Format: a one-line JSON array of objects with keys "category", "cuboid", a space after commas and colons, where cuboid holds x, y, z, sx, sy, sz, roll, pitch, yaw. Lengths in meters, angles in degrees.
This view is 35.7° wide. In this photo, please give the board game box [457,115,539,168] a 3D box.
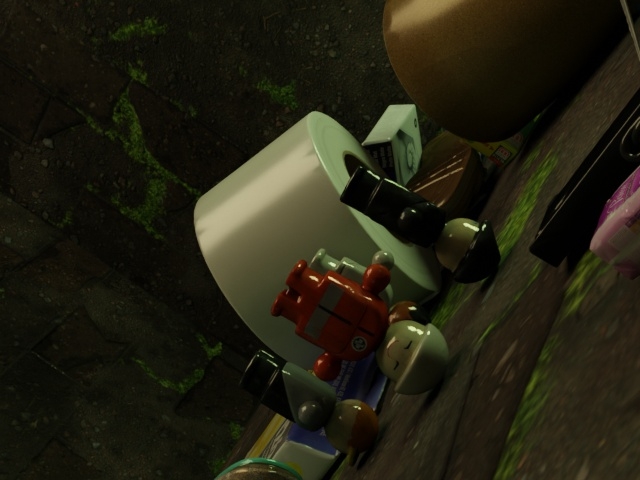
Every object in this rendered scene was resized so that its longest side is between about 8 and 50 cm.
[{"category": "board game box", "cuboid": [0.244, -0.188, 1.288, 0.181, 0.092, 0.043, -56, -1, -31]}]

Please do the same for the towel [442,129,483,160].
[{"category": "towel", "cuboid": [0.174, -0.054, 1.657, 0.308, 0.076, 0.228, -55, 7, 30]}]

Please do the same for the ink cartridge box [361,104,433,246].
[{"category": "ink cartridge box", "cuboid": [0.104, -0.050, 1.358, 0.224, 0.045, 0.223, -55, -42, -58]}]

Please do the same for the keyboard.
[{"category": "keyboard", "cuboid": [0.226, -0.113, 0.571, 0.317, 0.033, 0.201, -57, -7, 21]}]

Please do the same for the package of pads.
[{"category": "package of pads", "cuboid": [0.163, -0.025, 0.460, 0.050, 0.032, 0.083, -51, -3, -46]}]

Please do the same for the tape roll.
[{"category": "tape roll", "cuboid": [0.000, 0.000, 1.118, 0.169, 0.246, 0.246, -36, 5, 17]}]

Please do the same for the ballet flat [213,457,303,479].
[{"category": "ballet flat", "cuboid": [-0.082, 0.301, 0.868, 0.316, 0.107, 0.106, 116, 166, -48]}]

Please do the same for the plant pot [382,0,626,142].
[{"category": "plant pot", "cuboid": [0.240, -0.267, 1.123, 0.254, 0.237, 0.237, -30, 21, 53]}]

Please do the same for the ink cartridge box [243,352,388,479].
[{"category": "ink cartridge box", "cuboid": [-0.022, 0.225, 1.143, 0.307, 0.072, 0.303, -58, -1, 19]}]

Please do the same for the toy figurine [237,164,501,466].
[{"category": "toy figurine", "cuboid": [0.044, 0.067, 0.867, 0.213, 0.148, 0.209, -58, -4, -43]}]

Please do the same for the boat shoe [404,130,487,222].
[{"category": "boat shoe", "cuboid": [0.181, -0.074, 1.319, 0.104, 0.089, 0.285, -27, 16, 26]}]

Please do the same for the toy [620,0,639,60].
[{"category": "toy", "cuboid": [0.217, -0.238, 0.694, 0.056, 0.237, 0.137, -18, -1, 21]}]
